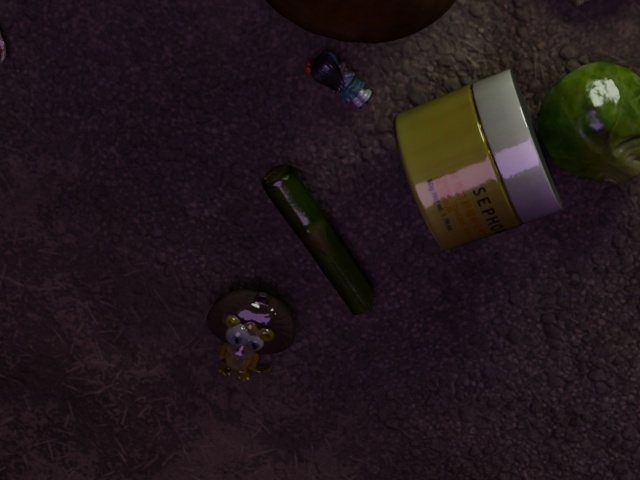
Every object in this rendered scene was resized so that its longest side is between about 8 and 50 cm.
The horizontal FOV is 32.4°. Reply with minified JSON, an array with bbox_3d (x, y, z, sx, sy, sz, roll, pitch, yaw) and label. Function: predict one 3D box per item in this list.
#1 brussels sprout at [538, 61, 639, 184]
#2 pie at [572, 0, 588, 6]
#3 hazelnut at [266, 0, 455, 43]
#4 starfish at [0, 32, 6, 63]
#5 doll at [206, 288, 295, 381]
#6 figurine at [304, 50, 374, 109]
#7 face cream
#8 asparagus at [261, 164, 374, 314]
[{"bbox_3d":[0.403,-0.165,1.601,0.161,0.144,0.181,-31,96,-19],"label":"brussels sprout"},{"bbox_3d":[0.464,-0.459,1.499,0.337,0.075,0.337,2,113,5],"label":"pie"},{"bbox_3d":[0.057,-0.458,1.406,0.359,0.359,0.409,-13,116,11],"label":"hazelnut"},{"bbox_3d":[-0.593,-0.381,1.658,0.231,0.048,0.295,-25,111,5],"label":"starfish"},{"bbox_3d":[-0.111,0.160,1.818,0.145,0.096,0.188,2,124,13],"label":"doll"},{"bbox_3d":[0.028,-0.240,1.657,0.106,0.047,0.060,38,153,-17],"label":"figurine"},{"bbox_3d":[0.227,-0.114,1.593,0.179,0.218,0.218,-20,110,15],"label":"face cream"},{"bbox_3d":[0.002,-0.001,1.751,0.060,0.067,0.278,-38,110,-9],"label":"asparagus"}]
